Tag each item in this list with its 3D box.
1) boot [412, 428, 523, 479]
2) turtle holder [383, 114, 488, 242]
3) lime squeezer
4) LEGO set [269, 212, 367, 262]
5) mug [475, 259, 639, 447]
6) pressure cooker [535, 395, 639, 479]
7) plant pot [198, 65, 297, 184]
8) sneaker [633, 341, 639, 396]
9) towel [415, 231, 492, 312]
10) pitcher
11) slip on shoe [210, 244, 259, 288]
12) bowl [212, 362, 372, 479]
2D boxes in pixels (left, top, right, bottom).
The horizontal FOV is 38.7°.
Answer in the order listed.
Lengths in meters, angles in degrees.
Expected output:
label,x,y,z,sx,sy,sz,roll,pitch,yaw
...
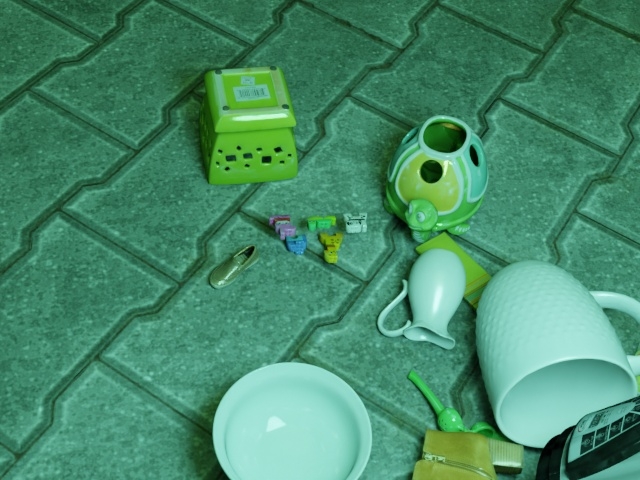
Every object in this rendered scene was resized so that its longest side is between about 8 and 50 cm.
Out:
label,x,y,z,sx,sy,sz,roll,pitch,yaw
boot,0.274,0.506,1.734,0.211,0.104,0.295,4,56,9
turtle holder,0.255,-0.148,2.131,0.320,0.227,0.243,-35,60,-27
lime squeezer,0.307,0.373,1.866,0.311,0.058,0.110,23,21,12
LEGO set,0.000,0.000,2.081,0.227,0.087,0.093,-3,38,-9
mug,0.502,0.202,1.860,0.374,0.276,0.328,-7,41,-1
pressure cooker,0.573,0.475,1.581,0.370,0.420,0.375,30,49,-33
plant pot,-0.174,-0.289,2.212,0.228,0.207,0.227,-5,53,-12
sneaker,0.722,0.251,1.969,0.081,0.094,0.208,31,54,19
towel,0.330,0.079,2.105,0.102,0.021,0.237,-26,59,-30
pitcher,0.224,0.124,2.004,0.178,0.125,0.207,5,62,17
slip on shoe,-0.193,0.057,2.046,0.135,0.041,0.051,-33,63,-27
bowl,-0.057,0.392,1.746,0.298,0.134,0.297,3,53,-4
